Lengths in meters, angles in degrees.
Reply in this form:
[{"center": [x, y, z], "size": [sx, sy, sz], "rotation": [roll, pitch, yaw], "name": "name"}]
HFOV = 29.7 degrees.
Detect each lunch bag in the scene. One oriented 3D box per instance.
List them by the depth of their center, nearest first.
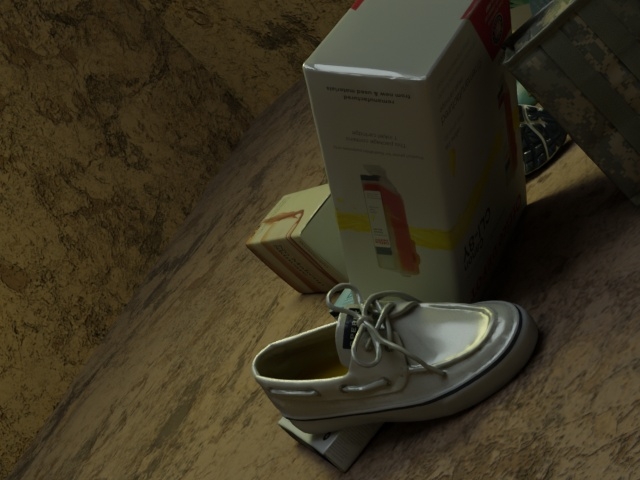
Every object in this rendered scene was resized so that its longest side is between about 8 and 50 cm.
[{"center": [0.389, -0.223, 1.366], "size": [0.287, 0.235, 0.169], "rotation": [-42, 9, 17], "name": "lunch bag"}]

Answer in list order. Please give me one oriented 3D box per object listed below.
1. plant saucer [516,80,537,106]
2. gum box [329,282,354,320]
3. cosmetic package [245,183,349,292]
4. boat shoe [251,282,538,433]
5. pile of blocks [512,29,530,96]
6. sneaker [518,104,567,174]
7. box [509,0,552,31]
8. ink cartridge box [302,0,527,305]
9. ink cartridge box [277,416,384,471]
[{"center": [0.318, -0.265, 2.143], "size": [0.317, 0.043, 0.317], "rotation": [-43, 14, 13], "name": "plant saucer"}, {"center": [0.112, 0.043, 1.850], "size": [0.157, 0.041, 0.184], "rotation": [-25, 25, 54], "name": "gum box"}, {"center": [0.000, 0.000, 2.089], "size": [0.129, 0.153, 0.296], "rotation": [-51, 13, -16], "name": "cosmetic package"}, {"center": [0.063, 0.118, 1.397], "size": [0.367, 0.156, 0.136], "rotation": [-17, 40, 39], "name": "boat shoe"}, {"center": [0.322, -0.356, 1.993], "size": [0.112, 0.149, 0.362], "rotation": [-22, 32, 7], "name": "pile of blocks"}, {"center": [0.254, -0.139, 1.820], "size": [0.283, 0.110, 0.122], "rotation": [-20, 2, 39], "name": "sneaker"}, {"center": [0.427, -0.372, 1.707], "size": [0.322, 0.232, 0.058], "rotation": [-40, 19, 27], "name": "box"}, {"center": [0.136, -0.119, 1.508], "size": [0.160, 0.385, 0.279], "rotation": [9, 43, 25], "name": "ink cartridge box"}, {"center": [0.055, 0.186, 1.582], "size": [0.224, 0.045, 0.223], "rotation": [-48, 13, -11], "name": "ink cartridge box"}]
